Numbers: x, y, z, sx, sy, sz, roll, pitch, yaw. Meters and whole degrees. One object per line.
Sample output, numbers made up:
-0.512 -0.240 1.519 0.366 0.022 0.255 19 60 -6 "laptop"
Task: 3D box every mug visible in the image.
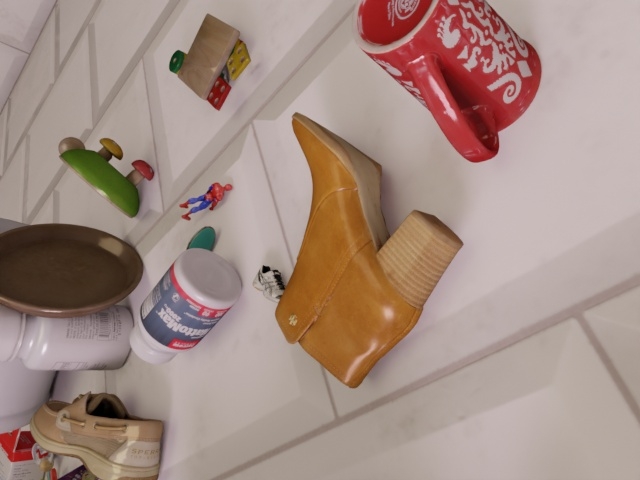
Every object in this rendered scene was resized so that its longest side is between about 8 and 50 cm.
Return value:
0.124 -0.164 0.423 0.113 0.169 0.150 -46 51 24 "mug"

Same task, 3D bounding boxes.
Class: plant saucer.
-0.483 0.055 0.882 0.278 0.278 0.041 47 128 41 "plant saucer"

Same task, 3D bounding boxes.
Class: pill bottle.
-0.487 0.175 0.874 0.131 0.229 0.131 -14 69 41 "pill bottle"
-0.212 0.107 0.716 0.180 0.108 0.108 -47 51 26 "pill bottle"

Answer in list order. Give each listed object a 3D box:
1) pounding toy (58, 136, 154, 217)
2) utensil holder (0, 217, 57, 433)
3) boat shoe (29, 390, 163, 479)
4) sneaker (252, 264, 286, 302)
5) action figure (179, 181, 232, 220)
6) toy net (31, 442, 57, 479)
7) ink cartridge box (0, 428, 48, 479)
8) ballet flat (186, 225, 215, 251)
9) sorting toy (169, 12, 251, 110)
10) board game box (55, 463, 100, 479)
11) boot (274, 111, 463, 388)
-0.440 -0.154 0.991 0.110 0.183 0.237 -48 42 -10 "pounding toy"
-0.725 0.170 1.043 0.328 0.328 0.385 24 95 45 "utensil holder"
-0.391 0.325 0.830 0.341 0.122 0.110 4 77 34 "boat shoe"
-0.063 0.059 0.639 0.083 0.032 0.036 27 98 44 "sneaker"
-0.194 -0.071 0.804 0.115 0.030 0.038 -24 68 32 "action figure"
-0.582 0.494 0.985 0.232 0.045 0.122 48 133 42 "toy net"
-0.706 0.536 1.093 0.134 0.078 0.231 2 80 44 "ink cartridge box"
-0.211 0.024 0.788 0.041 0.041 0.114 31 100 44 "ballet flat"
-0.191 -0.328 0.859 0.274 0.046 0.132 45 110 42 "sorting toy"
-0.527 0.566 0.824 0.056 0.208 0.346 33 104 12 "board game box"
0.001 0.001 0.543 0.211 0.104 0.295 -54 53 19 "boot"
